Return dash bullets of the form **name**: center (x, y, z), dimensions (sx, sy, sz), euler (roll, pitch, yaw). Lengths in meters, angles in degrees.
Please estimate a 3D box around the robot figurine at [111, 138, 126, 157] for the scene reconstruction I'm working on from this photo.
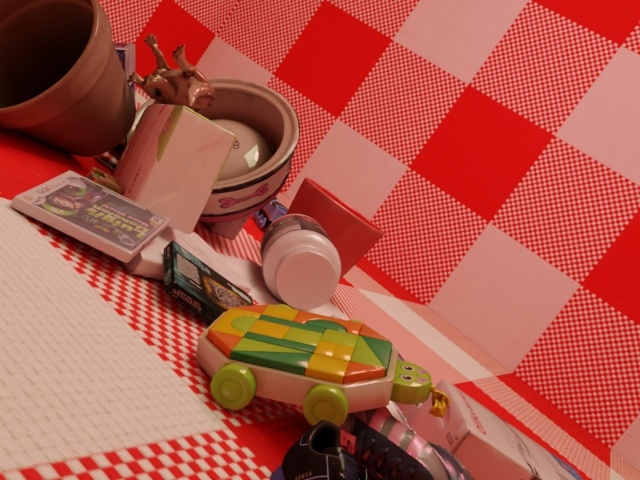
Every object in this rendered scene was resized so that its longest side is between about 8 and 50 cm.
- **robot figurine**: center (-0.525, -0.275, 1.830), dimensions (0.291, 0.085, 0.211), euler (38, 7, 19)

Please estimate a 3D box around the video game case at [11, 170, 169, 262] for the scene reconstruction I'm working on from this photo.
- **video game case**: center (-0.352, -0.043, 1.060), dimensions (0.190, 0.022, 0.173), euler (27, 21, -2)

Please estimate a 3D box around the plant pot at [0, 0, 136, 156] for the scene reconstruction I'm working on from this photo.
- **plant pot**: center (-0.529, -0.319, 1.380), dimensions (0.323, 0.323, 0.280), euler (39, -10, 27)

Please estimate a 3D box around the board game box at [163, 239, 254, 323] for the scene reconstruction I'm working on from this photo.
- **board game box**: center (-0.177, 0.089, 1.099), dimensions (0.186, 0.026, 0.126), euler (40, 15, -30)

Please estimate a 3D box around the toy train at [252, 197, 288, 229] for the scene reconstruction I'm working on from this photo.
- **toy train**: center (-0.162, -0.084, 2.226), dimensions (0.080, 0.105, 0.184), euler (33, 7, -26)

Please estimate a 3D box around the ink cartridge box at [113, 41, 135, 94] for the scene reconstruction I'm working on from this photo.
- **ink cartridge box**: center (-0.502, -0.398, 1.690), dimensions (0.069, 0.176, 0.371), euler (0, 18, -14)

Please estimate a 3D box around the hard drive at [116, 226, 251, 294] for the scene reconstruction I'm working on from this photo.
- **hard drive**: center (-0.278, 0.016, 1.220), dimensions (0.203, 0.040, 0.307), euler (39, 8, 30)

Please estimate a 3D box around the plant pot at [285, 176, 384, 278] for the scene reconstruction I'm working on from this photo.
- **plant pot**: center (0.000, 0.000, 1.851), dimensions (0.275, 0.243, 0.275), euler (34, 7, -5)

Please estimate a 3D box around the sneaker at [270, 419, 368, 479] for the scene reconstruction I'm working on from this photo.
- **sneaker**: center (0.013, 0.271, 0.674), dimensions (0.081, 0.090, 0.232), euler (32, 7, -26)

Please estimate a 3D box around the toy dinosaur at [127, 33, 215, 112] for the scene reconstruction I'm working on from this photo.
- **toy dinosaur**: center (-0.292, -0.319, 1.444), dimensions (0.295, 0.127, 0.200), euler (26, -11, 46)

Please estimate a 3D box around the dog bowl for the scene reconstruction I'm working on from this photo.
- **dog bowl**: center (-0.251, -0.214, 1.631), dimensions (0.408, 0.408, 0.150), euler (39, -31, 29)

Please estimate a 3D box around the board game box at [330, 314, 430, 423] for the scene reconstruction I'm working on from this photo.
- **board game box**: center (0.129, 0.275, 1.388), dimensions (0.193, 0.053, 0.305), euler (32, 8, -23)

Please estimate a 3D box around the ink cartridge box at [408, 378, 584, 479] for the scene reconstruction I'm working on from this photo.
- **ink cartridge box**: center (0.306, 0.394, 1.115), dimensions (0.307, 0.129, 0.223), euler (35, 7, -6)

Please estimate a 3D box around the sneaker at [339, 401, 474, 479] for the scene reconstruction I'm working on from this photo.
- **sneaker**: center (0.078, 0.290, 0.896), dimensions (0.131, 0.112, 0.319), euler (12, 13, -34)

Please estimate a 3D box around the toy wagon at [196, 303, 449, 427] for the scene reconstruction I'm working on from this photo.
- **toy wagon**: center (0.011, 0.168, 0.938), dimensions (0.344, 0.068, 0.267), euler (10, 14, 8)

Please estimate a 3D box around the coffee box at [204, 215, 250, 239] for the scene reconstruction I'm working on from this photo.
- **coffee box**: center (-0.288, -0.131, 1.775), dimensions (0.246, 0.141, 0.098), euler (39, 8, 35)

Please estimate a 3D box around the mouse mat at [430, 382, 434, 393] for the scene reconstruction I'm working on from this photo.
- **mouse mat**: center (0.241, 0.346, 1.656), dimensions (0.189, 0.007, 0.152), euler (30, 8, -45)

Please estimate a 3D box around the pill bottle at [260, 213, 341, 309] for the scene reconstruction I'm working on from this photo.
- **pill bottle**: center (-0.047, 0.050, 1.554), dimensions (0.176, 0.176, 0.318), euler (34, 7, -13)

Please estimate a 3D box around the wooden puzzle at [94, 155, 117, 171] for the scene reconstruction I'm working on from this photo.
- **wooden puzzle**: center (-0.500, -0.182, 1.615), dimensions (0.116, 0.014, 0.078), euler (34, 7, -12)

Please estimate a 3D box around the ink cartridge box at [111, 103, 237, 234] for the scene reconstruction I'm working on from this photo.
- **ink cartridge box**: center (-0.306, -0.154, 1.337), dimensions (0.119, 0.207, 0.353), euler (26, 0, -27)

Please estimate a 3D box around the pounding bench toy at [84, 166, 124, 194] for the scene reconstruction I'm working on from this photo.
- **pounding bench toy**: center (-0.426, -0.104, 1.267), dimensions (0.083, 0.052, 0.065), euler (29, 9, -42)
